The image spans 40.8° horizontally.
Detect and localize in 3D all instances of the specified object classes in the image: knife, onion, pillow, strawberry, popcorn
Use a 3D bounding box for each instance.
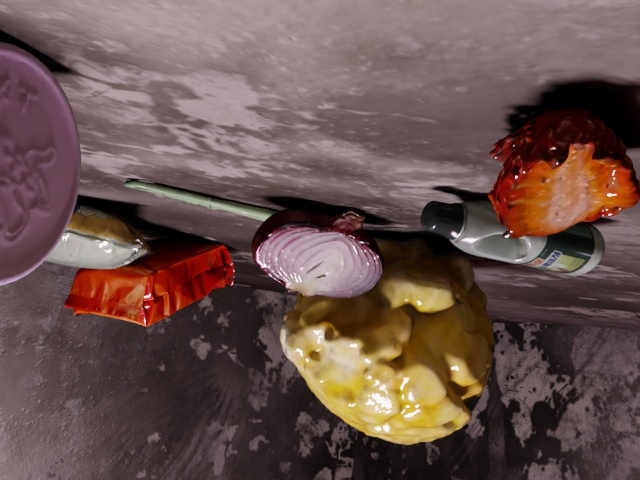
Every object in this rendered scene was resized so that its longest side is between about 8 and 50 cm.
[{"bbox_3d":[-0.156,-0.055,1.317,0.293,0.020,0.043,13,173,-28],"label":"knife"},{"bbox_3d":[0.000,0.000,1.278,0.206,0.151,0.098,24,-160,-26],"label":"onion"},{"bbox_3d":[-0.473,-0.014,1.603,0.310,0.119,0.312,9,174,-7],"label":"pillow"},{"bbox_3d":[0.192,-0.062,0.678,0.121,0.082,0.188,-12,160,7],"label":"strawberry"},{"bbox_3d":[0.121,0.169,1.466,0.344,0.354,0.390,-12,168,9],"label":"popcorn"}]

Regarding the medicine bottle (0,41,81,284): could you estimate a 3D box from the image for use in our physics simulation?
[{"bbox_3d":[-0.392,-0.073,0.733,0.316,0.202,0.202,5,172,23],"label":"medicine bottle"}]

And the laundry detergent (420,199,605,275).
[{"bbox_3d":[0.225,-0.009,1.037,0.225,0.070,0.099,13,180,-22],"label":"laundry detergent"}]

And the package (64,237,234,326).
[{"bbox_3d":[-0.353,0.079,1.872,0.196,0.123,0.423,8,-167,23],"label":"package"}]
